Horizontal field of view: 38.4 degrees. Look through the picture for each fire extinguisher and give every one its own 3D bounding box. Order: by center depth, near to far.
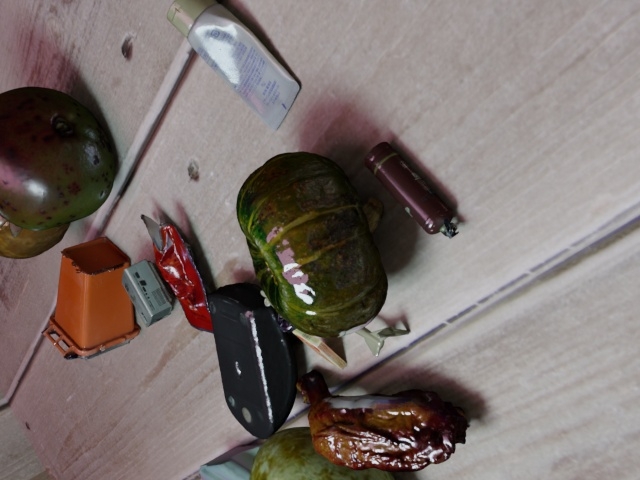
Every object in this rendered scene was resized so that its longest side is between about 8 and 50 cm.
[{"bbox_3d":[0.119,-0.056,1.151,0.158,0.043,0.064,50,174,20],"label":"fire extinguisher"}]

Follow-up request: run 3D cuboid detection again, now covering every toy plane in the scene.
[{"bbox_3d":[0.007,0.102,1.386,0.286,0.092,0.108,31,110,41],"label":"toy plane"}]

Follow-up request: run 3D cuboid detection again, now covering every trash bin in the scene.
[{"bbox_3d":[-0.507,0.128,2.015,0.161,0.185,0.238,36,133,34],"label":"trash bin"}]

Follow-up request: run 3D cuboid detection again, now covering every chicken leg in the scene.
[{"bbox_3d":[0.053,0.258,1.362,0.407,0.158,0.095,1,119,58],"label":"chicken leg"}]

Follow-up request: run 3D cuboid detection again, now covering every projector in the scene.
[{"bbox_3d":[-0.348,0.107,1.857,0.115,0.061,0.147,61,162,6],"label":"projector"}]

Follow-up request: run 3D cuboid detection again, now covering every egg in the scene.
[{"bbox_3d":[0.001,0.425,1.466,0.289,0.238,0.238,38,139,36],"label":"egg"}]

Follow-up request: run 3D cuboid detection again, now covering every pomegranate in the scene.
[{"bbox_3d":[-0.548,-0.137,1.812,0.290,0.291,0.323,49,150,20],"label":"pomegranate"}]

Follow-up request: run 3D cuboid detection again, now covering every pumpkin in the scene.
[{"bbox_3d":[0.003,-0.001,1.230,0.260,0.189,0.260,59,167,22],"label":"pumpkin"}]

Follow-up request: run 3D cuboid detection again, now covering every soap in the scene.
[{"bbox_3d":[-0.103,0.507,1.783,0.324,0.109,0.192,16,125,49],"label":"soap"}]

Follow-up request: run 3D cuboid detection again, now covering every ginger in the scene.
[{"bbox_3d":[-0.660,-0.059,2.063,0.269,0.200,0.222,29,132,41],"label":"ginger"}]

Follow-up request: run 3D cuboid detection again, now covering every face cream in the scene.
[{"bbox_3d":[-0.122,-0.267,1.330,0.224,0.070,0.114,45,145,5],"label":"face cream"}]

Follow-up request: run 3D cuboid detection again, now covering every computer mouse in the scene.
[{"bbox_3d":[-0.103,0.202,1.579,0.170,0.100,0.269,13,115,51],"label":"computer mouse"}]

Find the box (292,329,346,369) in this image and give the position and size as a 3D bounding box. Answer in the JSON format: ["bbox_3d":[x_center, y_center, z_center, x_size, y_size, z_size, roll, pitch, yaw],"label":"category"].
[{"bbox_3d":[-0.001,0.170,1.452,0.058,0.015,0.093,27,167,40],"label":"box"}]

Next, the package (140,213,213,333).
[{"bbox_3d":[-0.264,0.074,1.742,0.194,0.071,0.269,28,139,61],"label":"package"}]
